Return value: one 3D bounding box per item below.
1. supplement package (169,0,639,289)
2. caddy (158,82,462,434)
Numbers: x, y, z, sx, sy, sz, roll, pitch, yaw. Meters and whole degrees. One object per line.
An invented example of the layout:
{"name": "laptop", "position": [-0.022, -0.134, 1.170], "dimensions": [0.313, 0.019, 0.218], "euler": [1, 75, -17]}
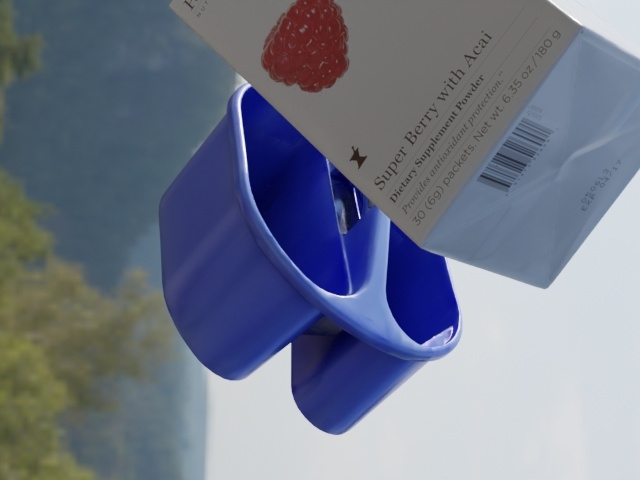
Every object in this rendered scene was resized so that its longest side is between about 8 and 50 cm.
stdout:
{"name": "supplement package", "position": [0.071, -0.132, 1.317], "dimensions": [0.293, 0.175, 0.177], "euler": [45, -74, 34]}
{"name": "caddy", "position": [0.000, 0.000, 1.667], "dimensions": [0.179, 0.241, 0.341], "euler": [-48, -151, 25]}
